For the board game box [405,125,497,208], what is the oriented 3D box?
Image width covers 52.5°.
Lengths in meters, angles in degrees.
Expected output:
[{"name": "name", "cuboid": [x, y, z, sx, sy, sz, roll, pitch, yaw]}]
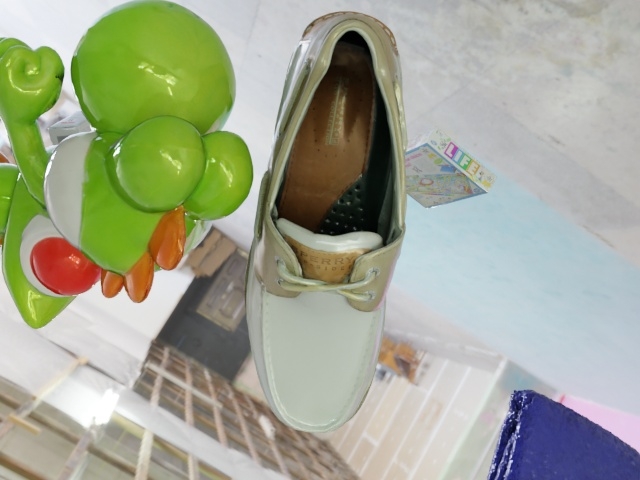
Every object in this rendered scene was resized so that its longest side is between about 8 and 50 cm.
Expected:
[{"name": "board game box", "cuboid": [0.145, -0.090, 0.852, 0.103, 0.026, 0.154, 36, 164, -14]}]

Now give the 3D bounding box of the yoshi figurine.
[{"name": "yoshi figurine", "cuboid": [-0.172, -0.068, 0.516, 0.362, 0.203, 0.203, -10, 111, 47]}]

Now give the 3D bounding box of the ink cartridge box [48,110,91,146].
[{"name": "ink cartridge box", "cuboid": [-0.277, -0.101, 0.836, 0.045, 0.146, 0.179, -5, -156, 4]}]

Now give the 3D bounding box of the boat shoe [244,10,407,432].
[{"name": "boat shoe", "cuboid": [0.000, 0.000, 0.447, 0.113, 0.303, 0.103, 2, -170, 0]}]

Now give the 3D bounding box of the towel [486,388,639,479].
[{"name": "towel", "cuboid": [0.296, 0.323, 0.677, 0.308, 0.228, 0.076, 32, 150, -9]}]
